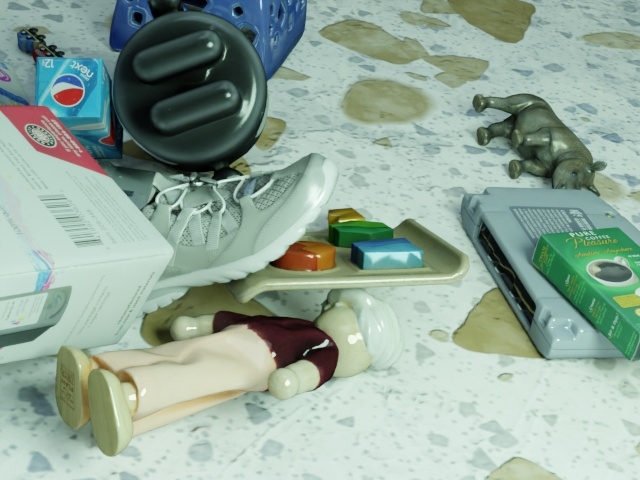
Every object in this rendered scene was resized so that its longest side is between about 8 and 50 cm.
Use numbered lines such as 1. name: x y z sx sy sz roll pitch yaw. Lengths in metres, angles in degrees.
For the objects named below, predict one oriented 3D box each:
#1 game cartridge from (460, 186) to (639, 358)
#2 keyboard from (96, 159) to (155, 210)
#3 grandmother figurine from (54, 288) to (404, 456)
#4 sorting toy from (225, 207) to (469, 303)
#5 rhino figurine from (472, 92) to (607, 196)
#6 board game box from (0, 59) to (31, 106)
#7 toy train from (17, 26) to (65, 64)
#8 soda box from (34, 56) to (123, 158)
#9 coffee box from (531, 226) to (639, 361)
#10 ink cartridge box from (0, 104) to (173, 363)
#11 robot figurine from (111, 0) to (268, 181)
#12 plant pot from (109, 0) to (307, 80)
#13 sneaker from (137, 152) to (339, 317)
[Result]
1. game cartridge: 0.295 0.034 1.553 0.196 0.060 0.294 -2 34 -15
2. keyboard: -0.223 -0.052 1.499 0.072 0.014 0.256 14 14 -6
3. grandmother figurine: -0.069 0.111 1.272 0.342 0.104 0.208 -9 29 -34
4. sorting toy: 0.000 0.000 1.425 0.229 0.041 0.307 -6 14 -13
5. rhino figurine: 0.294 -0.117 1.779 0.106 0.073 0.243 -7 37 -22
6. board game box: -0.444 -0.144 1.452 0.302 0.086 0.308 23 20 -38
7. toy train: -0.361 -0.242 1.817 0.036 0.027 0.158 -24 45 -28
8. soda box: -0.265 -0.143 1.524 0.071 0.067 0.210 0 -8 -2
9. coffee box: 0.319 0.052 1.443 0.113 0.040 0.184 -7 36 -29
10. ink cartridge box: -0.318 -0.006 1.194 0.306 0.131 0.226 -7 48 -51
11. robot figurine: -0.141 -0.166 1.556 0.174 0.209 0.278 19 -2 -1
12. plant pot: -0.143 -0.374 1.922 0.236 0.212 0.236 16 31 9
13. sneaker: -0.115 -0.020 1.309 0.281 0.115 0.105 -26 20 17
